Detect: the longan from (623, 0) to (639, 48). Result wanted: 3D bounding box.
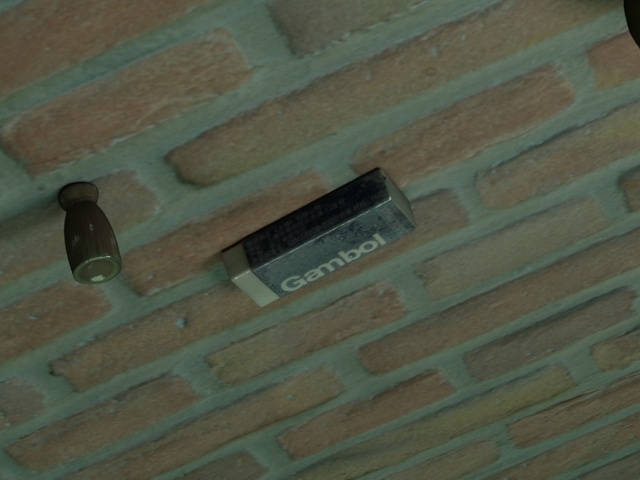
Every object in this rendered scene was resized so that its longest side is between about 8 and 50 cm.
[{"bbox_3d":[0.409,-0.249,1.720,0.220,0.197,0.196,6,140,-21],"label":"longan"}]

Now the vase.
[{"bbox_3d":[-0.240,-0.009,1.799,0.053,0.101,0.053,-14,149,-9],"label":"vase"}]

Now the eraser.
[{"bbox_3d":[0.000,0.000,1.998,0.212,0.046,0.092,-28,148,11],"label":"eraser"}]
